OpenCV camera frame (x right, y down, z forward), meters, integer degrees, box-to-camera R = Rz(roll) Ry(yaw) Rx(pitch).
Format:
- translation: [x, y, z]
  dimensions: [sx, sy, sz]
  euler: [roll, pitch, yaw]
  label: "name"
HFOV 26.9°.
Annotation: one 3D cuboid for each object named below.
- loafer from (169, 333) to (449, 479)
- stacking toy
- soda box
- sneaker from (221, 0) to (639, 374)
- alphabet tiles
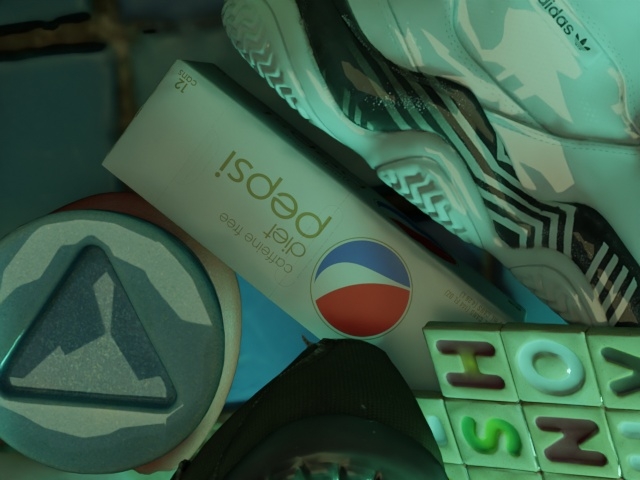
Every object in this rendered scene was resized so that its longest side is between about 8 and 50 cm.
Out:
- translation: [-0.044, 0.185, 0.663]
  dimensions: [0.134, 0.130, 0.366]
  euler: [32, 124, -12]
  label: "loafer"
- translation: [-0.211, 0.070, 0.670]
  dimensions: [0.309, 0.130, 0.279]
  euler: [24, 101, -2]
  label: "stacking toy"
- translation: [0.000, 0.000, 0.677]
  dimensions: [0.216, 0.074, 0.069]
  euler: [38, 100, 4]
  label: "soda box"
- translation: [0.148, -0.074, 0.612]
  dimensions: [0.366, 0.137, 0.210]
  euler: [38, 102, 7]
  label: "sneaker"
- translation: [0.129, 0.138, 0.616]
  dimensions: [0.198, 0.009, 0.237]
  euler: [0, 121, 35]
  label: "alphabet tiles"
